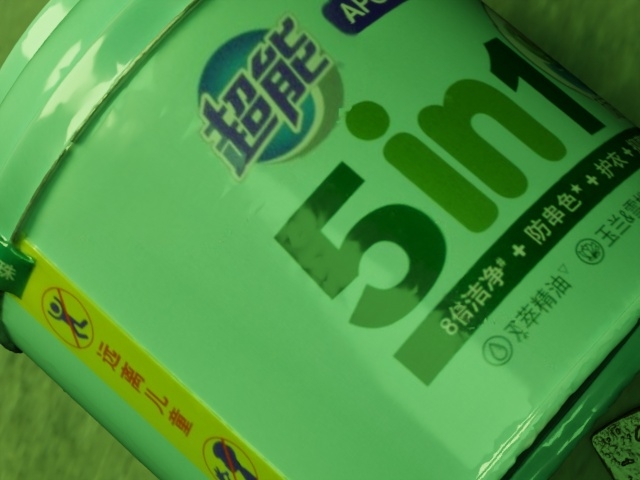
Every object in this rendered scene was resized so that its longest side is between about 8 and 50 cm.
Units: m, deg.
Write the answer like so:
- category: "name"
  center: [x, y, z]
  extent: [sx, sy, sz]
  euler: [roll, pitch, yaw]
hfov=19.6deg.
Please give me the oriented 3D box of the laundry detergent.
- category: "laundry detergent"
  center: [0.000, 0.000, 0.902]
  extent: [0.305, 0.287, 0.287]
  euler: [41, 97, 13]

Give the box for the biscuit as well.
- category: "biscuit"
  center: [0.189, 0.118, 0.985]
  extent: [0.092, 0.016, 0.082]
  euler: [11, 94, 16]
